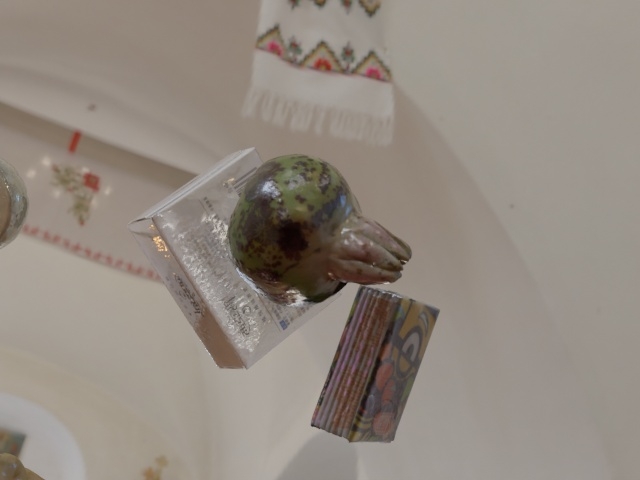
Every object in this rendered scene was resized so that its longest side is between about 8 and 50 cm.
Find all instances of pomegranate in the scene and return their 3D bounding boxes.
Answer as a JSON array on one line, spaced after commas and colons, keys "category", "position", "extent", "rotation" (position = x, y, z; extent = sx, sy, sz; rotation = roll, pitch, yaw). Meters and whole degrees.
[{"category": "pomegranate", "position": [0.000, -0.009, 0.954], "extent": [0.163, 0.126, 0.138], "rotation": [-3, -42, 13]}]

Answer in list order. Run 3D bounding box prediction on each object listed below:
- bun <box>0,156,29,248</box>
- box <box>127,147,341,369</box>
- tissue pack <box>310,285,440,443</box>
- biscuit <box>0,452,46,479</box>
[{"category": "bun", "position": [-0.440, -0.049, 1.456], "extent": [0.138, 0.138, 0.094], "rotation": [6, 3, 20]}, {"category": "box", "position": [-0.129, 0.030, 1.678], "extent": [0.274, 0.203, 0.116], "rotation": [59, -27, -13]}, {"category": "tissue pack", "position": [0.054, 0.121, 1.072], "extent": [0.060, 0.148, 0.108], "rotation": [20, -1, 29]}, {"category": "biscuit", "position": [-0.191, 0.037, 0.339], "extent": [0.144, 0.033, 0.224], "rotation": [-27, -68, 31]}]
